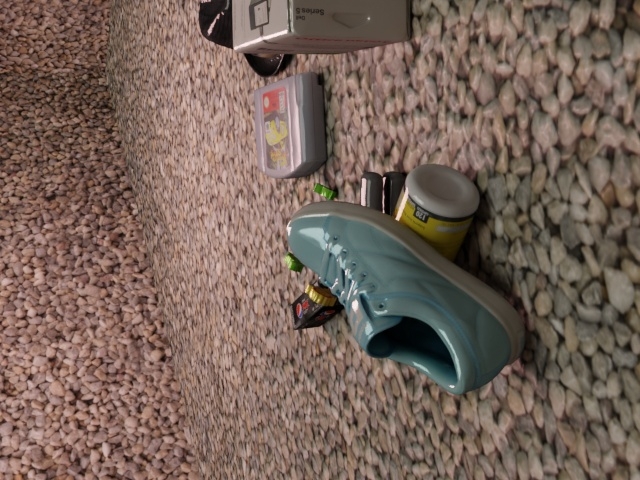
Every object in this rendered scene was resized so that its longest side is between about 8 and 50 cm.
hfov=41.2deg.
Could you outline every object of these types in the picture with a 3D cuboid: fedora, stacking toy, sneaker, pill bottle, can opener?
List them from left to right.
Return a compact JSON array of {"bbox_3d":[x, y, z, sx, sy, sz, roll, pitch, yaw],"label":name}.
[{"bbox_3d":[-0.170,-0.492,1.776,0.334,0.152,0.334,175,90,-68],"label":"fedora"},{"bbox_3d":[0.000,0.000,1.515,0.167,0.052,0.221,-65,29,10],"label":"stacking toy"},{"bbox_3d":[0.087,0.027,1.357,0.093,0.074,0.281,-146,55,-63],"label":"can opener"},{"bbox_3d":[0.076,0.067,1.092,0.365,0.150,0.135,28,131,29],"label":"sneaker"},{"bbox_3d":[0.144,-0.007,1.174,0.103,0.103,0.184,-115,30,-41],"label":"pill bottle"}]

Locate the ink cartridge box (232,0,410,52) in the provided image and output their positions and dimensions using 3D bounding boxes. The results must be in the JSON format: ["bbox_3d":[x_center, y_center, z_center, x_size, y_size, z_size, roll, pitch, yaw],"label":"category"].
[{"bbox_3d":[-0.007,-0.361,1.344,0.273,0.198,0.115,-164,72,-66],"label":"ink cartridge box"}]

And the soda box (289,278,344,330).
[{"bbox_3d":[-0.003,0.121,1.612,0.169,0.060,0.053,135,126,-61],"label":"soda box"}]

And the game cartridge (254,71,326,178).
[{"bbox_3d":[-0.068,-0.223,1.716,0.294,0.060,0.196,-175,77,-67],"label":"game cartridge"}]
